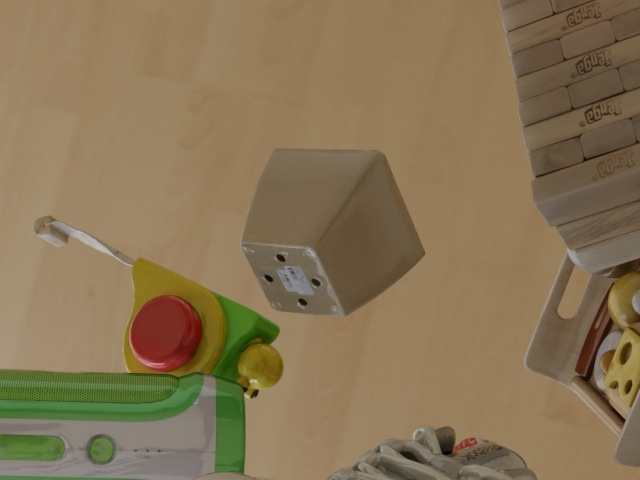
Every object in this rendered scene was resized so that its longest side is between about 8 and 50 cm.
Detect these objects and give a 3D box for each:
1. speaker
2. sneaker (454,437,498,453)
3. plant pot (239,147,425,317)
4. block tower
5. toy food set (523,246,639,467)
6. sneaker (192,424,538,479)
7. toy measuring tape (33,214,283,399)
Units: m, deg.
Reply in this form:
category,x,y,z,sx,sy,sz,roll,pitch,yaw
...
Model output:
category,x,y,z,sx,sy,sz,roll,pitch,yaw
speaker,-0.213,0.164,1.104,0.297,0.131,0.131,3,86,-8
sneaker,0.151,0.289,1.384,0.090,0.270,0.145,-38,82,23
plant pot,0.000,0.000,1.068,0.109,0.109,0.096,4,43,37
block tower,0.160,-0.140,0.814,0.097,0.091,0.335,-19,55,19
toy food set,0.310,0.087,1.455,0.092,0.306,0.219,19,100,-11
sneaker,0.028,0.132,0.594,0.111,0.297,0.129,31,86,30
toy measuring tape,-0.172,0.078,1.291,0.330,0.121,0.121,23,92,32
